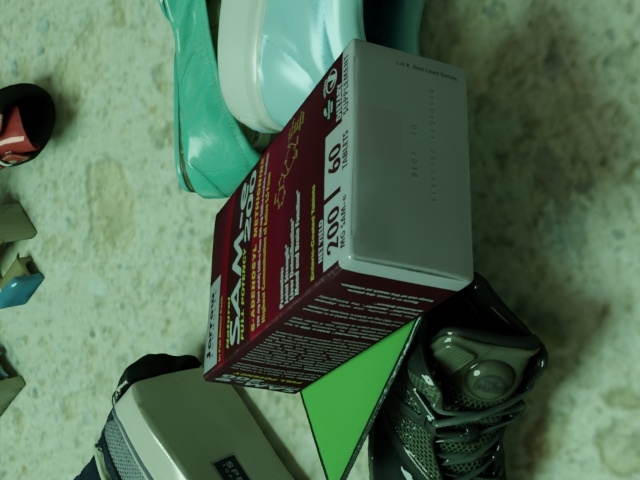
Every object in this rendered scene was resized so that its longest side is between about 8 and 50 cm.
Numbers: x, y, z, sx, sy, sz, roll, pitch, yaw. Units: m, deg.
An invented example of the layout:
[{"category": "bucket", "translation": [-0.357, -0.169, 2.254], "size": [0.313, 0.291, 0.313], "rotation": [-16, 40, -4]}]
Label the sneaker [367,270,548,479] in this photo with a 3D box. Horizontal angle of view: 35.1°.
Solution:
[{"category": "sneaker", "translation": [0.082, 0.118, 0.611], "size": [0.130, 0.087, 0.227], "rotation": [169, 94, -76]}]

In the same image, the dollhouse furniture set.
[{"category": "dollhouse furniture set", "translation": [-0.338, 0.077, 0.919], "size": [0.183, 0.129, 0.129], "rotation": [-46, 69, 31]}]

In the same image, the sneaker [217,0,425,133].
[{"category": "sneaker", "translation": [0.037, -0.235, 0.610], "size": [0.150, 0.135, 0.365], "rotation": [16, 114, 27]}]

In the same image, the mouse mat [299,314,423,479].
[{"category": "mouse mat", "translation": [0.015, 0.048, 0.658], "size": [0.189, 0.007, 0.152], "rotation": [-110, 38, -57]}]

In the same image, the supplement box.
[{"category": "supplement box", "translation": [0.000, 0.000, 0.610], "size": [0.239, 0.073, 0.130], "rotation": [136, 141, -58]}]

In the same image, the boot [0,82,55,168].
[{"category": "boot", "translation": [-0.335, -0.050, 0.846], "size": [0.176, 0.244, 0.088], "rotation": [-2, 130, 36]}]

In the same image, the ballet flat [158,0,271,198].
[{"category": "ballet flat", "translation": [-0.071, -0.155, 0.732], "size": [0.087, 0.083, 0.247], "rotation": [-8, 91, 13]}]

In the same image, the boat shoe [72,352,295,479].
[{"category": "boat shoe", "translation": [-0.069, 0.260, 0.760], "size": [0.340, 0.127, 0.158], "rotation": [56, 130, 27]}]
